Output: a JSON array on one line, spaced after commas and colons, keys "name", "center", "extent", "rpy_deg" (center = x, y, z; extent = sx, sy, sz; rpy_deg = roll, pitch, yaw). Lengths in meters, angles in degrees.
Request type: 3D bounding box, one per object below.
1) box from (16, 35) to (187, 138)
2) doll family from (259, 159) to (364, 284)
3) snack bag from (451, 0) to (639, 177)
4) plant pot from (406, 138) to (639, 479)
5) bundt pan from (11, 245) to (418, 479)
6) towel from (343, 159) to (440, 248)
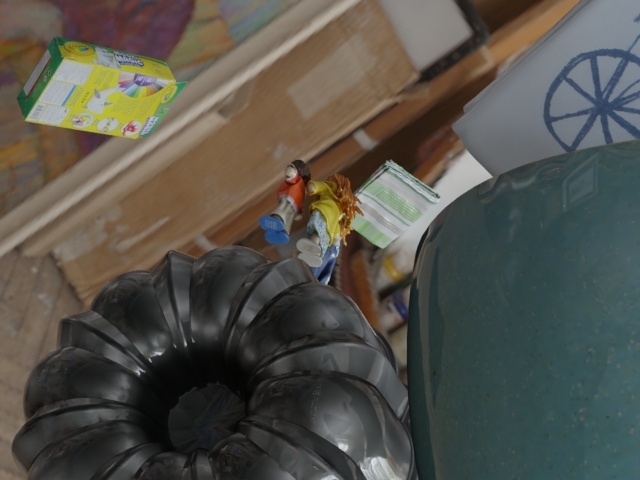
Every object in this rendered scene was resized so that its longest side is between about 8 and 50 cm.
[{"name": "box", "center": [-0.254, -0.176, 1.325], "extent": [0.179, 0.105, 0.043], "rpy_deg": [8, 45, -43]}, {"name": "doll family", "center": [0.000, 0.000, 1.590], "extent": [0.118, 0.263, 0.163], "rpy_deg": [11, 45, 12]}, {"name": "snack bag", "center": [0.322, -0.067, 0.829], "extent": [0.342, 0.323, 0.037], "rpy_deg": [48, 26, 2]}, {"name": "plant pot", "center": [0.163, 0.118, 0.448], "extent": [0.290, 0.290, 0.196], "rpy_deg": [28, 61, -28]}, {"name": "bundt pan", "center": [-0.090, 0.138, 0.870], "extent": [0.124, 0.330, 0.331], "rpy_deg": [73, 12, -53]}, {"name": "towel", "center": [0.107, -0.054, 1.820], "extent": [0.113, 0.152, 0.023], "rpy_deg": [34, 39, -16]}]
